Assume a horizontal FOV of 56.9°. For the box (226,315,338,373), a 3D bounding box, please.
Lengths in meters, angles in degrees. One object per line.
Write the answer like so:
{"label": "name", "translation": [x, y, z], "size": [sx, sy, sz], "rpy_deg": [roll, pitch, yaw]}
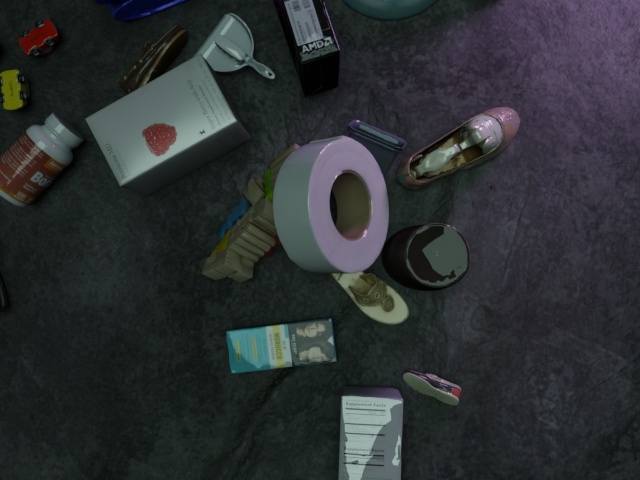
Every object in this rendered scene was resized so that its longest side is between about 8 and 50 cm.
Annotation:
{"label": "box", "translation": [-0.087, 0.240, 1.359], "size": [0.244, 0.060, 0.101], "rpy_deg": [-8, 87, 4]}

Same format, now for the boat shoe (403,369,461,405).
{"label": "boat shoe", "translation": [0.254, 0.326, 1.341], "size": [0.137, 0.049, 0.043], "rpy_deg": [23, 47, 7]}

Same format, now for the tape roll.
{"label": "tape roll", "translation": [0.029, -0.071, 1.256], "size": [0.100, 0.286, 0.287], "rpy_deg": [-3, 86, 40]}

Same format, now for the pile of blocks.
{"label": "pile of blocks", "translation": [-0.128, -0.048, 1.370], "size": [0.112, 0.149, 0.362], "rpy_deg": [34, 102, -37]}

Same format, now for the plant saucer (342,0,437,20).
{"label": "plant saucer", "translation": [0.167, -0.684, 1.399], "size": [0.317, 0.044, 0.318], "rpy_deg": [0, 86, 4]}

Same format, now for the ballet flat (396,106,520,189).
{"label": "ballet flat", "translation": [0.320, -0.208, 1.331], "size": [0.316, 0.106, 0.108], "rpy_deg": [-32, 86, 2]}

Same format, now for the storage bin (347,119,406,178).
{"label": "storage bin", "translation": [0.116, -0.207, 1.360], "size": [0.135, 0.098, 0.091], "rpy_deg": [25, 117, 4]}

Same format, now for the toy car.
{"label": "toy car", "translation": [-0.771, -0.454, 1.448], "size": [0.224, 0.053, 0.239], "rpy_deg": [25, 88, 5]}

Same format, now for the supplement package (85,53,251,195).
{"label": "supplement package", "translation": [-0.336, -0.253, 1.344], "size": [0.292, 0.175, 0.178], "rpy_deg": [-29, 86, 2]}

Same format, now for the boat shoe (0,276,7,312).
{"label": "boat shoe", "translation": [-0.821, 0.034, 1.402], "size": [0.091, 0.114, 0.303], "rpy_deg": [-13, 98, 4]}

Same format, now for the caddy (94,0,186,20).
{"label": "caddy", "translation": [-0.395, -0.651, 1.341], "size": [0.341, 0.241, 0.179], "rpy_deg": [-20, 92, 2]}

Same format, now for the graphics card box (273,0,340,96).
{"label": "graphics card box", "translation": [-0.053, -0.533, 1.311], "size": [0.094, 0.233, 0.371], "rpy_deg": [-19, 87, -1]}

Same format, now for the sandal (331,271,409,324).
{"label": "sandal", "translation": [0.100, 0.110, 1.343], "size": [0.240, 0.079, 0.088], "rpy_deg": [41, 91, 5]}

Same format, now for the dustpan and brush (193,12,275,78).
{"label": "dustpan and brush", "translation": [-0.189, -0.438, 1.401], "size": [0.211, 0.060, 0.147], "rpy_deg": [37, 90, 5]}

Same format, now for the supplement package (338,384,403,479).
{"label": "supplement package", "translation": [0.107, 0.452, 1.296], "size": [0.133, 0.139, 0.244], "rpy_deg": [2, 86, 3]}

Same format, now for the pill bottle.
{"label": "pill bottle", "translation": [-0.667, -0.192, 1.392], "size": [0.121, 0.121, 0.216], "rpy_deg": [45, 91, 5]}

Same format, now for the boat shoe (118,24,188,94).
{"label": "boat shoe", "translation": [-0.401, -0.434, 1.410], "size": [0.073, 0.073, 0.207], "rpy_deg": [38, 90, 3]}

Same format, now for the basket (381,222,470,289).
{"label": "basket", "translation": [0.237, 0.035, 1.264], "size": [0.204, 0.227, 0.154], "rpy_deg": [4, 87, 4]}
